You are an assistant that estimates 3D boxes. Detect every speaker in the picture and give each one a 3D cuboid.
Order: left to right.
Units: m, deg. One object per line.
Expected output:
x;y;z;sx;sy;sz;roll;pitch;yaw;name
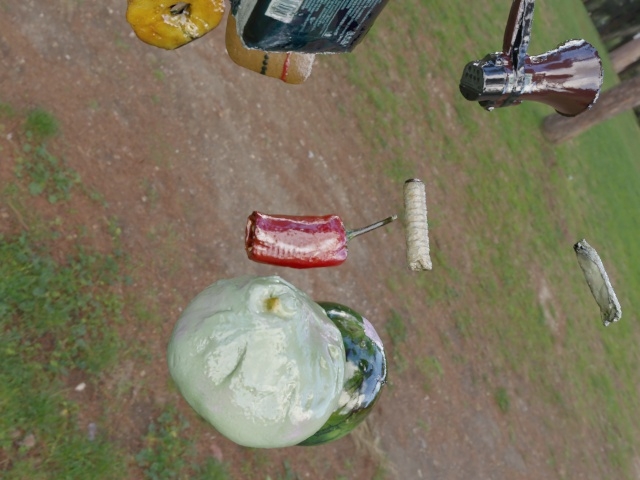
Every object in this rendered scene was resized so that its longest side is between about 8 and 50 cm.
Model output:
0.517;-0.424;1.645;0.329;0.259;0.198;-3;53;-30;speaker

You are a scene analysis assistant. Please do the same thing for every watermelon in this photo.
-0.018;0.318;1.661;0.363;0.363;0.363;44;31;-34;watermelon

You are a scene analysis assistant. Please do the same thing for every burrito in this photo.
0.704;0.102;1.746;0.063;0.058;0.230;14;58;-59;burrito

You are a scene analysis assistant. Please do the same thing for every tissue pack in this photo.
0.012;-0.525;1.151;0.264;0.416;0.253;-5;73;-24;tissue pack

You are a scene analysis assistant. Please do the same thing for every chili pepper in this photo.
-0.001;0.003;1.593;0.338;0.134;0.131;2;84;-15;chili pepper

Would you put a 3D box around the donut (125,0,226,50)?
-0.369;-0.595;1.737;0.253;0.253;0.118;19;38;-56;donut

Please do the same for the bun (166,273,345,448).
-0.071;0.158;1.019;0.283;0.179;0.283;23;44;-24;bun

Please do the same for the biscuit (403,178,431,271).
0.224;-0.038;1.599;0.055;0.061;0.219;12;73;-54;biscuit

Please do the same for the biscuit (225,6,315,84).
-0.132;-0.600;1.971;0.277;0.262;0.052;21;25;-5;biscuit
